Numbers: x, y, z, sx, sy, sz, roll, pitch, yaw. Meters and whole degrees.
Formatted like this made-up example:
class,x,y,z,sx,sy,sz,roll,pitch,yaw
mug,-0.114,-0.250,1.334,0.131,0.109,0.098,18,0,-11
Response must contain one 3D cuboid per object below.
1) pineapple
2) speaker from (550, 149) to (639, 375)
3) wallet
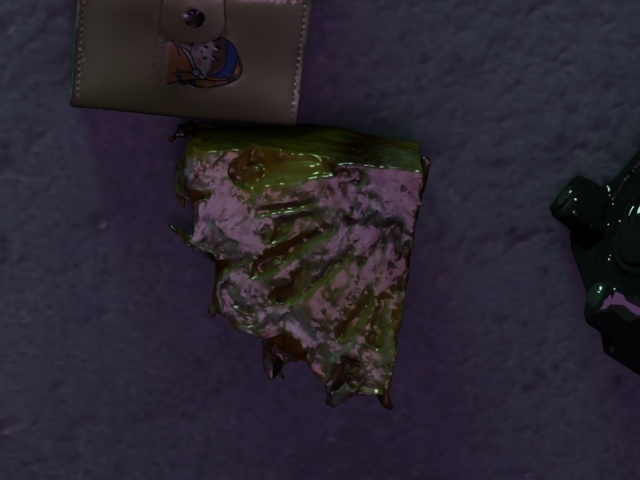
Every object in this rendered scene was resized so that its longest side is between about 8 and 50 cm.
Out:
class,x,y,z,sx,sy,sz,roll,pitch,yaw
pineapple,0.000,0.000,1.242,0.186,0.114,0.236,-32,112,13
speaker,0.321,0.005,1.225,0.254,0.184,0.232,31,111,-15
wallet,-0.088,-0.135,1.204,0.155,0.039,0.110,5,120,-6
